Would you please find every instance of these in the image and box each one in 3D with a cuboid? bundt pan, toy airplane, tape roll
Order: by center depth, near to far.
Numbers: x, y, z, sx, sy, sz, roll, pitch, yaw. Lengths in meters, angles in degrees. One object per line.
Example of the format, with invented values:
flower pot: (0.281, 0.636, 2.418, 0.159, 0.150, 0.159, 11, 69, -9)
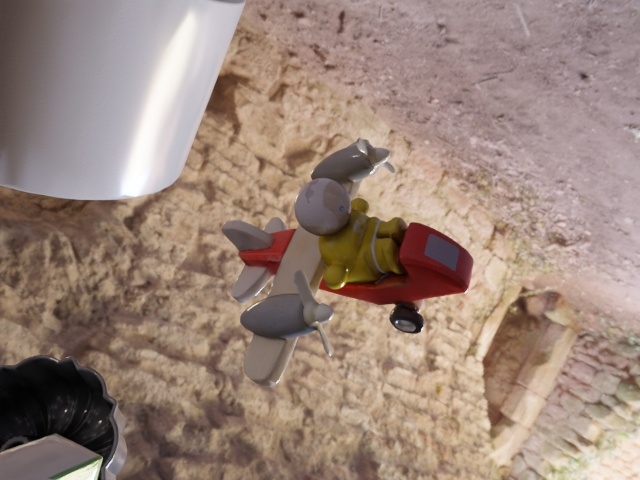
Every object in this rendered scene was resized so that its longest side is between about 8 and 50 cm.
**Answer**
tape roll: (-0.203, -0.169, 0.414, 0.246, 0.169, 0.246, 23, -152, -13)
bundt pan: (-0.471, 0.366, 0.848, 0.331, 0.331, 0.124, 28, 151, 24)
toy airplane: (0.000, 0.000, 0.850, 0.386, 0.384, 0.272, 58, 171, 39)

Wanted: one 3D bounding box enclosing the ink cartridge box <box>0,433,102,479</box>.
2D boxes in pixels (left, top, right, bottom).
ink cartridge box: (-0.361, 0.360, 0.588, 0.093, 0.219, 0.160, 14, -179, 19)
